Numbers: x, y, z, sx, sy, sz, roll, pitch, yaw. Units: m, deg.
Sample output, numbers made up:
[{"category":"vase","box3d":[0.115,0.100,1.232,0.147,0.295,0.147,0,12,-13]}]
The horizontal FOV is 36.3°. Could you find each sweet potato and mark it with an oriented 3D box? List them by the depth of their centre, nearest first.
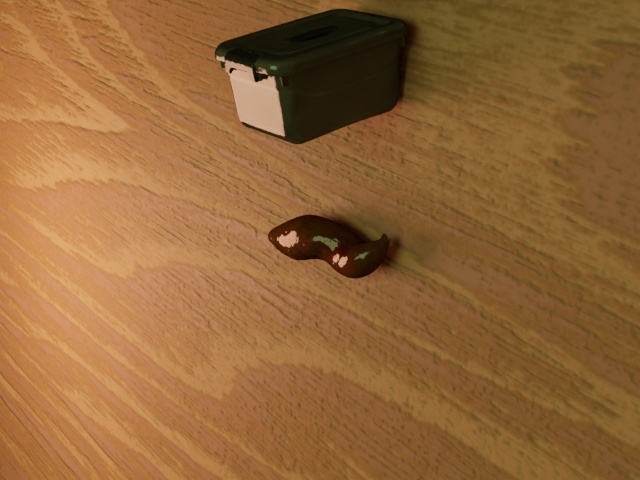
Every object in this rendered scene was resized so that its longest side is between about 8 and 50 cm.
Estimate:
[{"category":"sweet potato","box3d":[-0.001,0.002,1.066,0.202,0.058,0.055,16,88,50]}]

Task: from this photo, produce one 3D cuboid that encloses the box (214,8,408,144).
[{"category":"box","box3d":[-0.005,-0.161,0.961,0.124,0.172,0.092,27,132,48]}]
